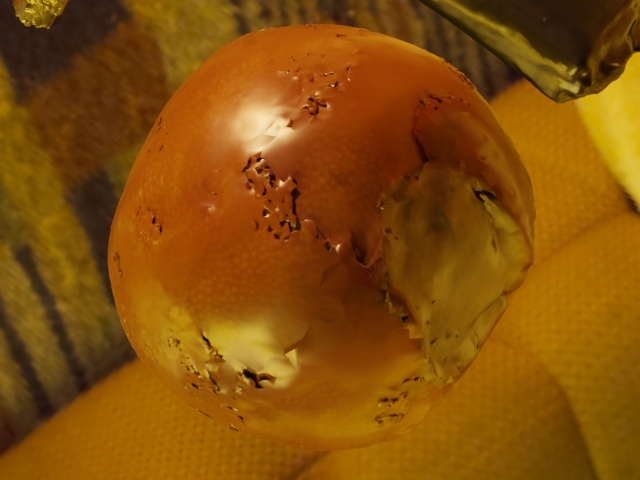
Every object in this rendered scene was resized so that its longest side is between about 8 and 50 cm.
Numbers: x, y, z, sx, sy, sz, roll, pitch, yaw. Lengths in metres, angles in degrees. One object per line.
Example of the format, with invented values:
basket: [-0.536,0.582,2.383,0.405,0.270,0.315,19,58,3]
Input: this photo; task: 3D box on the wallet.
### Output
wallet: [0.054,-0.161,0.670,0.149,0.250,0.044,-46,162,-34]

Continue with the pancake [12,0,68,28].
pancake: [-0.268,-0.283,1.295,0.057,0.244,0.266,19,66,-39]

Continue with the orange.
orange: [0.000,0.000,0.852,0.240,0.240,0.240,-21,126,-33]
